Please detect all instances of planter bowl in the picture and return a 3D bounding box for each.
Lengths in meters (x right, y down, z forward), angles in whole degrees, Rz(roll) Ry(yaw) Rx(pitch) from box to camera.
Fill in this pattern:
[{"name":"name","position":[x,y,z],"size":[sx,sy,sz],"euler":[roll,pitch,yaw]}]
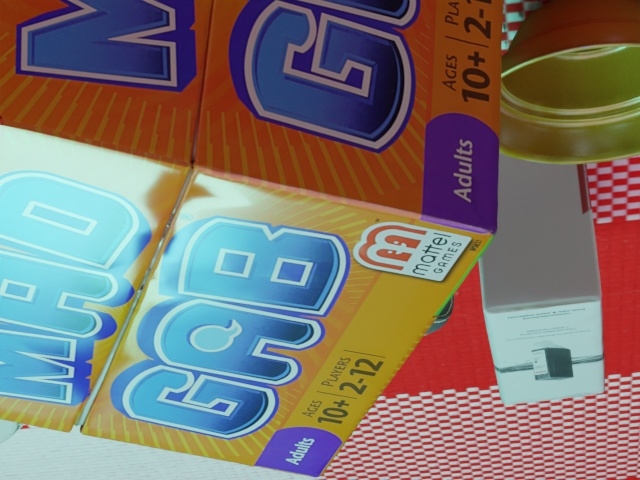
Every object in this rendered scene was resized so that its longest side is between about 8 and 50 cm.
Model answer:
[{"name":"planter bowl","position":[0.230,-0.151,1.607],"size":[0.217,0.090,0.217],"euler":[-2,157,-1]}]

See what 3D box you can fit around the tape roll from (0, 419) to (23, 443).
[{"name":"tape roll","position":[-0.561,0.190,2.308],"size":[0.392,0.072,0.392],"euler":[-3,156,-1]}]

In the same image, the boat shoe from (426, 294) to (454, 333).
[{"name":"boat shoe","position":[0.065,0.018,1.945],"size":[0.099,0.116,0.319],"euler":[-14,149,31]}]

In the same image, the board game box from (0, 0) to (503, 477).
[{"name":"board game box","position":[-0.105,-0.102,1.247],"size":[0.356,0.356,0.356],"euler":[12,147,-11]}]

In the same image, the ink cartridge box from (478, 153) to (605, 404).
[{"name":"ink cartridge box","position":[0.217,0.026,1.875],"size":[0.114,0.197,0.273],"euler":[-6,156,6]}]
